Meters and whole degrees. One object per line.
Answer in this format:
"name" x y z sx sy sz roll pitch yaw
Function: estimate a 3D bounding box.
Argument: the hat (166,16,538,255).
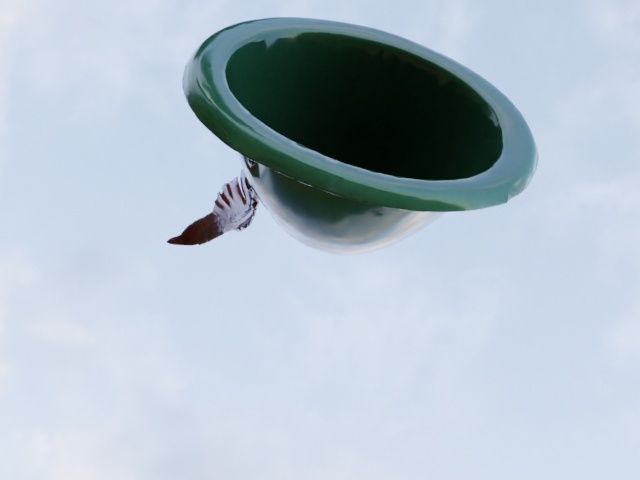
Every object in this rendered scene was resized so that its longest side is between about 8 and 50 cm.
"hat" 0.000 0.000 0.623 0.172 0.208 0.184 15 -59 -3
